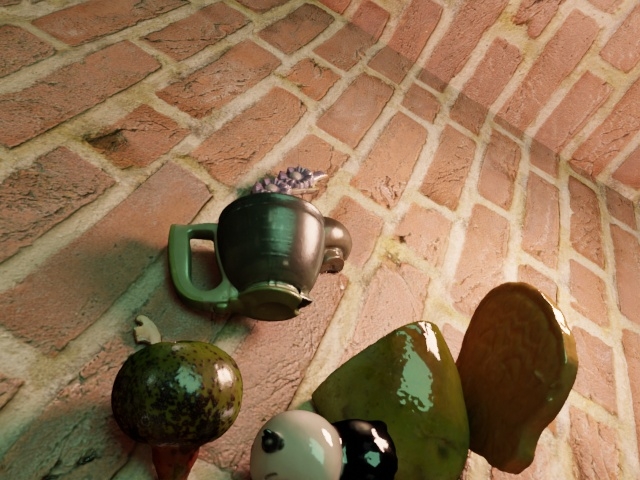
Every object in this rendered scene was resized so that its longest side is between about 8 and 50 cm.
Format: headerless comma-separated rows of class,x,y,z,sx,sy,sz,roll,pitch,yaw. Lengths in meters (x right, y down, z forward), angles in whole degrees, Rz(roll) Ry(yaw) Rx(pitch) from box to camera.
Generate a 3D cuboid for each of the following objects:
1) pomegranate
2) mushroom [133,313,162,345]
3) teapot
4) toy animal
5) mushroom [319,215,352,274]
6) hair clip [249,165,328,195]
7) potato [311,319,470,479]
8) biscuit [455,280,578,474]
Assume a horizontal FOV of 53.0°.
pomegranate,-0.235,0.287,1.044,0.214,0.214,0.248,10,78,-28
mushroom,-0.328,0.180,1.215,0.049,0.019,0.101,4,42,-35
teapot,-0.141,0.038,1.349,0.321,0.239,0.240,19,51,-26
toy animal,-0.004,0.376,1.079,0.235,0.187,0.165,13,61,-19
mushroom,0.000,0.000,1.609,0.188,0.117,0.141,-8,40,-37
hair clip,-0.096,-0.140,1.731,0.106,0.085,0.292,31,36,30
potato,0.195,0.335,1.265,0.330,0.213,0.280,-3,48,-37
biscuit,0.380,0.267,1.344,0.062,0.365,0.385,20,10,-13
